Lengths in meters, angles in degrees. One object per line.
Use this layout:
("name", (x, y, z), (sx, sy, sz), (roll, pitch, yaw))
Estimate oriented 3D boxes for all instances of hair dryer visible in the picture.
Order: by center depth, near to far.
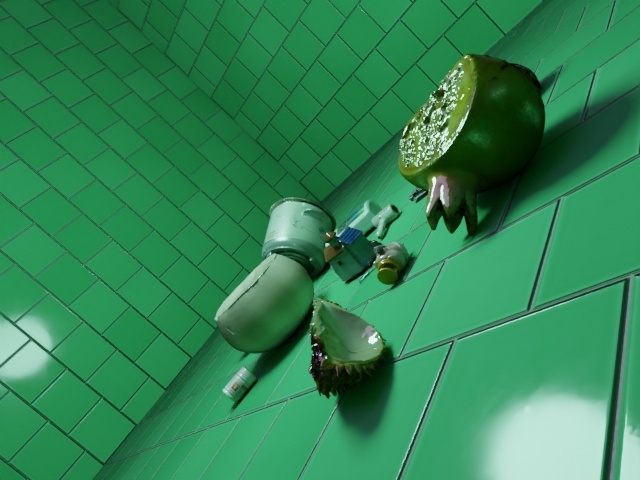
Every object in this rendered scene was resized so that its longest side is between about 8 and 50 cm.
("hair dryer", (0.193, -0.049, 1.531), (0.082, 0.047, 0.137), (-41, 15, 35))

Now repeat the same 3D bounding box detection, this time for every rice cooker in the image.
("rice cooker", (-0.082, -0.016, 1.893), (0.316, 0.264, 0.316), (-57, 19, 33))

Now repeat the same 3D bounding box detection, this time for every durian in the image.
("durian", (0.024, 0.185, 0.859), (0.144, 0.139, 0.252), (-49, 7, 21))

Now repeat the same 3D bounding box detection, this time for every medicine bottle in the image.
("medicine bottle", (-0.227, 0.406, 1.414), (0.089, 0.057, 0.057), (-49, 8, -15))
("medicine bottle", (0.114, -0.037, 1.751), (0.229, 0.083, 0.121), (-44, 10, 27))

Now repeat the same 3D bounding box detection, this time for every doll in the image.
("doll", (0.152, 0.036, 1.126), (0.073, 0.084, 0.127), (-40, 17, 37))

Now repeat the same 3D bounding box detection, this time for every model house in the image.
("model house", (0.071, 0.022, 1.419), (0.148, 0.148, 0.119), (-35, 13, 49))

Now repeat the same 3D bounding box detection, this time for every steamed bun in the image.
("steamed bun", (-0.155, 0.200, 1.513), (0.324, 0.206, 0.324), (-44, 10, 9))

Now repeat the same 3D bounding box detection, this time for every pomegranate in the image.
("pomegranate", (0.306, -0.176, 1.001), (0.310, 0.216, 0.358), (148, 134, -62))

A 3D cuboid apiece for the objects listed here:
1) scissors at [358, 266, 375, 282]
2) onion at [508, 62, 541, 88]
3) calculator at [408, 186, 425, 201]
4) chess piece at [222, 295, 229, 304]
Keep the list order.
("scissors", (0.130, 0.081, 1.319), (0.083, 0.006, 0.036), (-45, 6, 14))
("onion", (0.483, -0.398, 1.378), (0.173, 0.135, 0.198), (-48, 5, -32))
("calculator", (0.374, -0.218, 1.462), (0.274, 0.028, 0.166), (-37, 9, 44))
("chess piece", (-0.241, 0.255, 1.903), (0.194, 0.194, 0.299), (-45, -2, 15))
